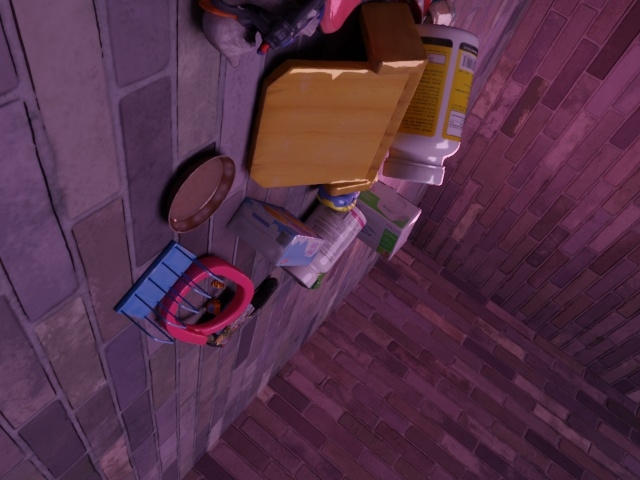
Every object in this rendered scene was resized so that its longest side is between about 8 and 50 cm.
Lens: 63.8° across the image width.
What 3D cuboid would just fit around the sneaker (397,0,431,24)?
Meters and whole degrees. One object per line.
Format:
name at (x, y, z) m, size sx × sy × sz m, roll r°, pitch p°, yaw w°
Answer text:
sneaker at (0.221, -0.584, 1.122) m, size 0.221 × 0.087 × 0.128 m, roll 105°, pitch 10°, yaw -64°

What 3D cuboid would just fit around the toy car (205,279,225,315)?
toy car at (-0.278, 0.143, 1.348) m, size 0.041 × 0.060 × 0.122 m, roll 1°, pitch 118°, yaw -19°

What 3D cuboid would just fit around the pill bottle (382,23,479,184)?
pill bottle at (0.239, -0.304, 1.185) m, size 0.188 × 0.188 × 0.333 m, roll -18°, pitch 119°, yaw -68°

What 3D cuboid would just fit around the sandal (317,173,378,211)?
sandal at (0.093, -0.202, 1.542) m, size 0.317 × 0.126 × 0.138 m, roll -51°, pitch 166°, yaw -46°

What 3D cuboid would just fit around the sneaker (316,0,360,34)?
sneaker at (0.101, -0.467, 0.827) m, size 0.313 × 0.136 × 0.116 m, roll -56°, pitch 165°, yaw 14°

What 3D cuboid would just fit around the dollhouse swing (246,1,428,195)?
dollhouse swing at (0.009, -0.304, 1.098) m, size 0.346 × 0.305 × 0.315 m, roll 111°, pitch -21°, yaw -48°

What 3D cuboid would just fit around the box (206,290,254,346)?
box at (-0.266, 0.235, 1.496) m, size 0.159 × 0.044 × 0.233 m, roll -51°, pitch 174°, yaw -11°

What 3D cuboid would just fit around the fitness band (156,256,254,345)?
fitness band at (-0.268, 0.145, 1.223) m, size 0.209 × 0.054 × 0.291 m, roll -51°, pitch 154°, yaw -4°

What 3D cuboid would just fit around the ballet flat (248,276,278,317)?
ballet flat at (-0.195, 0.189, 1.663) m, size 0.173 × 0.057 × 0.049 m, roll -47°, pitch 171°, yaw -24°

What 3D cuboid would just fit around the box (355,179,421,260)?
box at (0.202, -0.091, 1.854) m, size 0.127 × 0.262 × 0.231 m, roll -47°, pitch 166°, yaw -24°

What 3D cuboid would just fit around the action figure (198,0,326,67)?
action figure at (-0.043, -0.378, 0.650) m, size 0.330 × 0.179 × 0.341 m, roll -51°, pitch -165°, yaw 20°

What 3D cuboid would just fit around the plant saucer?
plant saucer at (-0.220, -0.089, 0.930) m, size 0.168 × 0.029 × 0.168 m, roll -49°, pitch 167°, yaw -16°

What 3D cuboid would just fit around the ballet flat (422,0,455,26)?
ballet flat at (0.250, -0.499, 1.384) m, size 0.106 × 0.107 × 0.316 m, roll -19°, pitch 143°, yaw -33°

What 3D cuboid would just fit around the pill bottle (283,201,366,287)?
pill bottle at (0.000, 0.000, 1.620) m, size 0.283 × 0.160 × 0.160 m, roll -51°, pitch 167°, yaw -9°

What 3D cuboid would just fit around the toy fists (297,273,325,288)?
toy fists at (-0.020, 0.104, 1.960) m, size 0.142 × 0.096 × 0.279 m, roll -47°, pitch 167°, yaw -21°

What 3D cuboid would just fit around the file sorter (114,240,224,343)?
file sorter at (-0.292, 0.108, 1.022) m, size 0.170 × 0.104 × 0.118 m, roll -51°, pitch 166°, yaw -8°

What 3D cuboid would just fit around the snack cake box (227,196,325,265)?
snack cake box at (-0.098, -0.015, 1.263) m, size 0.089 × 0.152 × 0.264 m, roll -55°, pitch 167°, yaw 6°
